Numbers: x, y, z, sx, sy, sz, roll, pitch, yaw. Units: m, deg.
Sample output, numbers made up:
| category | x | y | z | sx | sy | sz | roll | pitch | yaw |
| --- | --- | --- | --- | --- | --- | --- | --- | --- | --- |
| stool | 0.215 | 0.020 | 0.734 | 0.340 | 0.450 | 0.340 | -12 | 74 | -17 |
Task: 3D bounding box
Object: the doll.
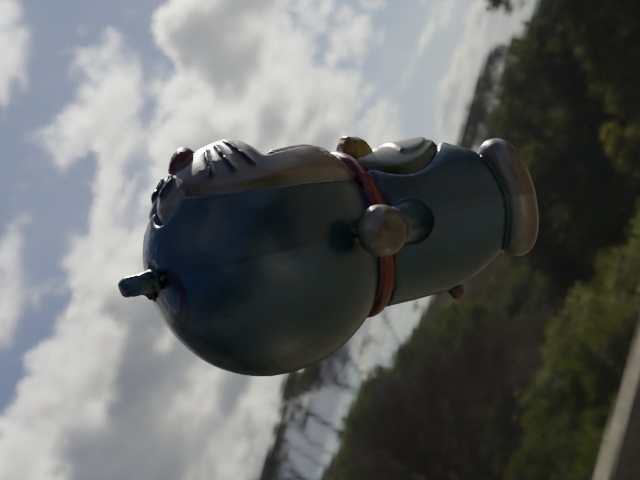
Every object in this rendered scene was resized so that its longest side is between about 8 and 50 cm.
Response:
| category | x | y | z | sx | sy | sz | roll | pitch | yaw |
| --- | --- | --- | --- | --- | --- | --- | --- | --- | --- |
| doll | 0.000 | 0.000 | 0.527 | 0.114 | 0.152 | 0.085 | 163 | 94 | -70 |
